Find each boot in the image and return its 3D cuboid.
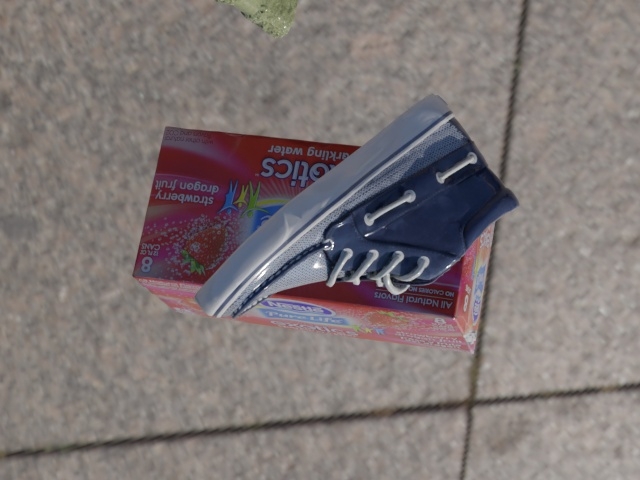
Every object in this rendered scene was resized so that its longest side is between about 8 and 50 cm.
[{"bbox_3d":[0.025,0.002,0.819,0.190,0.069,0.086,-39,87,-17],"label":"boot"}]

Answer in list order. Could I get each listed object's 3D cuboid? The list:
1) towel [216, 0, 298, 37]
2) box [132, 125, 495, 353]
[{"bbox_3d":[-0.043,-0.221,0.984,0.110,0.027,0.148,23,71,-56],"label":"towel"},{"bbox_3d":[0.000,0.000,1.133,0.256,0.122,0.128,7,76,15],"label":"box"}]
